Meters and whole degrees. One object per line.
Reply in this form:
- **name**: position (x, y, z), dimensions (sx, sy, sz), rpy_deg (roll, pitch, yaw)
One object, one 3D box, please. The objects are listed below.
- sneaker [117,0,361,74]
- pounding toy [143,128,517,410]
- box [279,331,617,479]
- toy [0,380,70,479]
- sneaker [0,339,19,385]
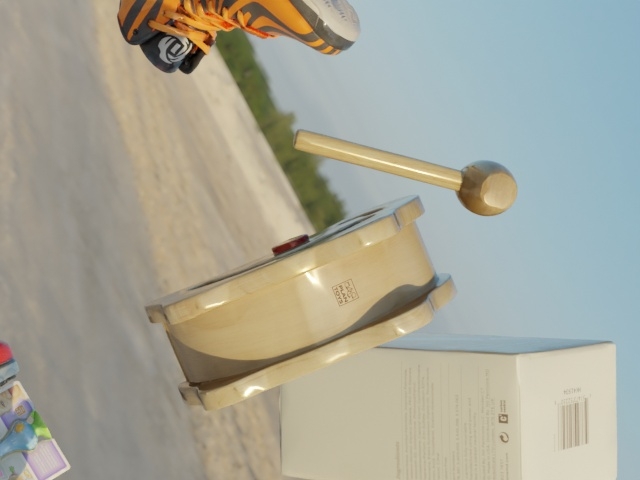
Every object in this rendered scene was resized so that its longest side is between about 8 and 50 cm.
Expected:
- **sneaker**: position (-0.094, -0.231, 1.422), dimensions (0.125, 0.180, 0.321), rpy_deg (29, 12, -45)
- **pounding toy**: position (0.000, 0.000, 0.957), dimensions (0.154, 0.270, 0.154), rpy_deg (-90, 158, -85)
- **box**: position (0.147, 0.200, 1.625), dimensions (0.215, 0.345, 0.168), rpy_deg (-1, 91, -50)
- **toy**: position (-0.450, 0.289, 1.735), dimensions (0.137, 0.237, 0.056), rpy_deg (58, -25, 4)
- **sneaker**: position (-0.371, 0.088, 1.040), dimensions (0.107, 0.279, 0.118), rpy_deg (154, -69, -69)
